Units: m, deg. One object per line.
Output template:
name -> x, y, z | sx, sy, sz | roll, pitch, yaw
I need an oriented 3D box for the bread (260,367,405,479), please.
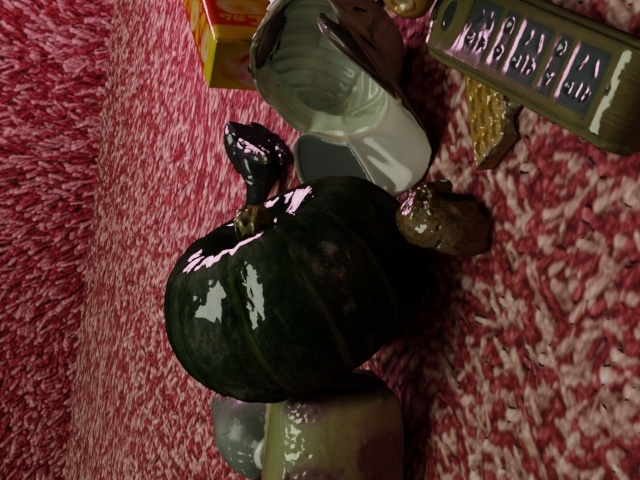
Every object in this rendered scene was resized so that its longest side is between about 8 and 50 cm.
bread -> 0.009, 0.318, 1.556 | 0.187, 0.155, 0.338 | -145, 58, -79

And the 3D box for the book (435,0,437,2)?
book -> 0.148, -0.290, 1.469 | 0.077, 0.014, 0.111 | -111, 31, -56

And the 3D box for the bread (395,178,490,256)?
bread -> 0.119, -0.025, 1.404 | 0.113, 0.082, 0.060 | -134, 52, -62

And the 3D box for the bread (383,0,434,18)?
bread -> 0.112, -0.333, 1.378 | 0.239, 0.074, 0.092 | -69, 13, -21

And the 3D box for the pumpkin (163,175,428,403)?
pumpkin -> -0.034, 0.047, 1.510 | 0.207, 0.300, 0.300 | 58, 167, -12

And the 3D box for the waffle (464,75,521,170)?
waffle -> 0.168, -0.145, 1.368 | 0.092, 0.021, 0.135 | 125, 144, -58

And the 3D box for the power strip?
power strip -> 0.181, -0.169, 1.226 | 0.092, 0.066, 0.387 | -69, 24, 12

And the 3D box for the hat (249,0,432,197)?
hat -> 0.039, -0.179, 1.591 | 0.275, 0.161, 0.232 | 51, 151, 32

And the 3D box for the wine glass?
wine glass -> -0.060, 0.272, 1.804 | 0.321, 0.143, 0.143 | -134, 50, -66

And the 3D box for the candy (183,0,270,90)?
candy -> -0.116, -0.327, 2.086 | 0.276, 0.146, 0.088 | -112, 30, -51

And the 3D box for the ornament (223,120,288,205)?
ornament -> -0.117, -0.051, 2.135 | 0.202, 0.080, 0.236 | -135, 51, -62
